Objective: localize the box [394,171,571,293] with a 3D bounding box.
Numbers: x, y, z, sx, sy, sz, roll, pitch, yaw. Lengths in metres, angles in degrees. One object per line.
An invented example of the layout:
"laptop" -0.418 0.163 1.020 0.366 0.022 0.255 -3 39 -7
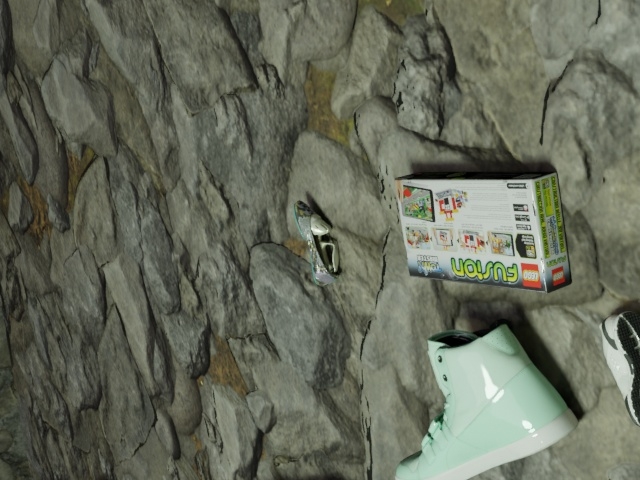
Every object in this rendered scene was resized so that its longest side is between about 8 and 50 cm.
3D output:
"box" 0.161 -0.013 1.052 0.207 0.036 0.114 6 109 55

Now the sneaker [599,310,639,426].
"sneaker" 0.284 0.117 0.933 0.044 0.040 0.109 168 89 -74

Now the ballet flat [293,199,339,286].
"ballet flat" 0.000 0.000 1.304 0.041 0.041 0.114 -16 91 57

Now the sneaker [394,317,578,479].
"sneaker" 0.146 0.176 1.104 0.256 0.094 0.151 -39 77 45
